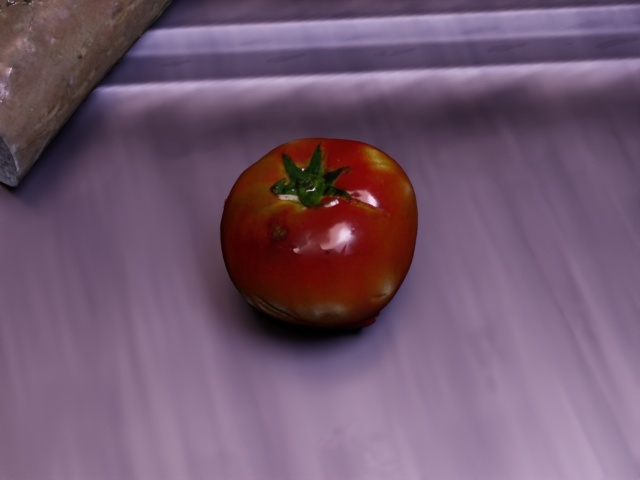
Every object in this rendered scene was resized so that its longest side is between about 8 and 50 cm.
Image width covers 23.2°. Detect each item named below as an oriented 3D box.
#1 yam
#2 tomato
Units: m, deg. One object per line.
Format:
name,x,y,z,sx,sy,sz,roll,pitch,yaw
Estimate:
yam,-0.118,-0.108,0.734,0.068,0.068,0.169,27,63,16
tomato,0.000,0.000,0.667,0.087,0.075,0.087,-8,48,9
